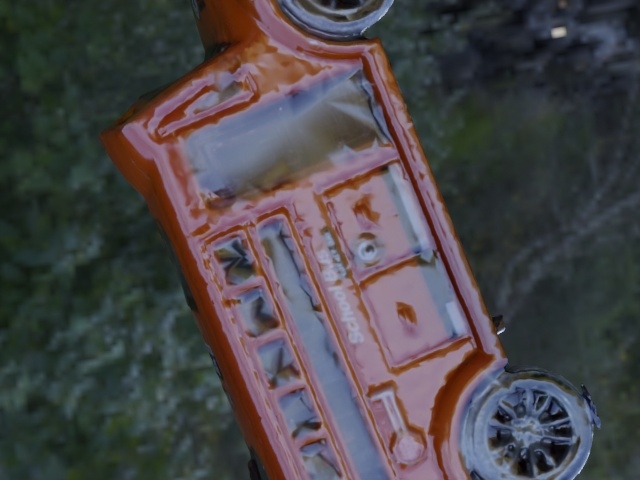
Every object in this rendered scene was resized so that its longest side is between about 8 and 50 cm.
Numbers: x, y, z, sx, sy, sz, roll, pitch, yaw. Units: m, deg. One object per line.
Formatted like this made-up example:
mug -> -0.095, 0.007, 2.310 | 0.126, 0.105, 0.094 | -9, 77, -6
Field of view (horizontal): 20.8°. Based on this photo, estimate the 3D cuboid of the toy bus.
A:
toy bus -> 0.000, 0.000, 0.802 | 0.153, 0.329, 0.143 | -22, -174, -7
